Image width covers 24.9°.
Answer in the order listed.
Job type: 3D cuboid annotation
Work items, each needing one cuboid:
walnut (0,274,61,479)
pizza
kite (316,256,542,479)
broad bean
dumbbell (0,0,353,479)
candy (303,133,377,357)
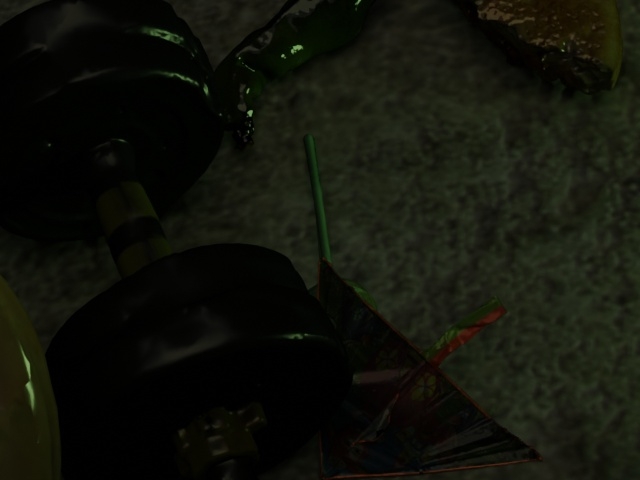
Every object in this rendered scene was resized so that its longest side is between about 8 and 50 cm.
[{"bbox_3d":[-0.305,0.094,0.698,0.381,0.381,0.381,-1,57,1],"label":"walnut"},{"bbox_3d":[0.144,-0.202,1.102,0.246,0.058,0.127,39,65,22],"label":"pizza"},{"bbox_3d":[0.055,0.092,0.909,0.190,0.010,0.159,41,87,-3],"label":"kite"},{"bbox_3d":[-0.019,-0.148,1.080,0.061,0.046,0.195,36,69,10],"label":"broad bean"},{"bbox_3d":[-0.113,0.002,0.904,0.185,0.185,0.388,-20,59,-11],"label":"dumbbell"},{"bbox_3d":[0.000,0.000,0.989,0.061,0.061,0.203,-6,49,-2],"label":"candy"}]
